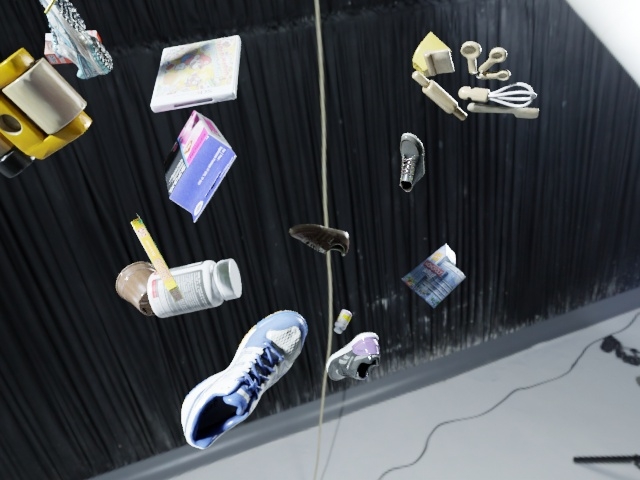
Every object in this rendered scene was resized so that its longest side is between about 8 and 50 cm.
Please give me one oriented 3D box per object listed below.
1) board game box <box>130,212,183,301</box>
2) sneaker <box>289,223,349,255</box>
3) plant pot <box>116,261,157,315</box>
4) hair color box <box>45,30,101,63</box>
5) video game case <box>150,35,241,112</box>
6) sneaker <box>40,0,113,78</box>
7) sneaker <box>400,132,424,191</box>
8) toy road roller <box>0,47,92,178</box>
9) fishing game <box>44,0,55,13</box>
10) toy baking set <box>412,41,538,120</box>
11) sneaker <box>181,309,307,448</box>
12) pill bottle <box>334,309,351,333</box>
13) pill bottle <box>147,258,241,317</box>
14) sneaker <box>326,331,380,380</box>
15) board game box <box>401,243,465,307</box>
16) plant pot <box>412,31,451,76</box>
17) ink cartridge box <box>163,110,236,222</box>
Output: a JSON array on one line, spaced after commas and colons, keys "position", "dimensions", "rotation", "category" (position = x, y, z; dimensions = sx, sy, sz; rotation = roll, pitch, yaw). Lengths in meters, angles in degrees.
[{"position": [-0.474, 0.048, 1.428], "dimensions": [0.039, 0.124, 0.259], "rotation": [-26, 74, -16], "category": "board game box"}, {"position": [0.000, 0.000, 1.455], "dimensions": [0.188, 0.066, 0.071], "rotation": [7, 66, -19], "category": "sneaker"}, {"position": [-0.655, 0.191, 1.860], "dimensions": [0.167, 0.167, 0.165], "rotation": [-27, 40, -32], "category": "plant pot"}, {"position": [-0.852, -0.667, 1.706], "dimensions": [0.167, 0.053, 0.093], "rotation": [-8, 69, -6], "category": "hair color box"}, {"position": [-0.304, -0.417, 1.226], "dimensions": [0.206, 0.026, 0.227], "rotation": [-7, 55, 7], "category": "video game case"}, {"position": [-0.750, -0.600, 1.453], "dimensions": [0.122, 0.283, 0.110], "rotation": [-25, 38, 7], "category": "sneaker"}, {"position": [0.351, -0.303, 1.938], "dimensions": [0.083, 0.222, 0.118], "rotation": [9, 50, 34], "category": "sneaker"}, {"position": [-0.715, -0.332, 1.206], "dimensions": [0.329, 0.202, 0.241], "rotation": [-22, 39, 20], "category": "toy road roller"}, {"position": [-0.646, -0.593, 1.010], "dimensions": [0.041, 0.264, 0.189], "rotation": [34, 88, 34], "category": "fishing game"}, {"position": [0.311, -0.298, 0.988], "dimensions": [0.196, 0.256, 0.030], "rotation": [-2, 62, 54], "category": "toy baking set"}, {"position": [-0.127, 0.259, 0.904], "dimensions": [0.296, 0.112, 0.131], "rotation": [-47, 15, -4], "category": "sneaker"}, {"position": [0.080, 0.300, 1.823], "dimensions": [0.043, 0.043, 0.083], "rotation": [10, 54, 32], "category": "pill bottle"}, {"position": [-0.425, 0.160, 1.693], "dimensions": [0.283, 0.161, 0.161], "rotation": [-12, 27, 4], "category": "pill bottle"}, {"position": [0.111, 0.448, 1.756], "dimensions": [0.107, 0.283, 0.124], "rotation": [15, 43, -25], "category": "sneaker"}, {"position": [0.393, 0.110, 1.665], "dimensions": [0.194, 0.060, 0.194], "rotation": [-46, 19, 1], "category": "board game box"}, {"position": [0.302, -0.503, 1.368], "dimensions": [0.083, 0.081, 0.081], "rotation": [-44, -13, 6], "category": "plant pot"}, {"position": [-0.303, -0.193, 1.198], "dimensions": [0.069, 0.176, 0.371], "rotation": [28, 12, -32], "category": "ink cartridge box"}]
